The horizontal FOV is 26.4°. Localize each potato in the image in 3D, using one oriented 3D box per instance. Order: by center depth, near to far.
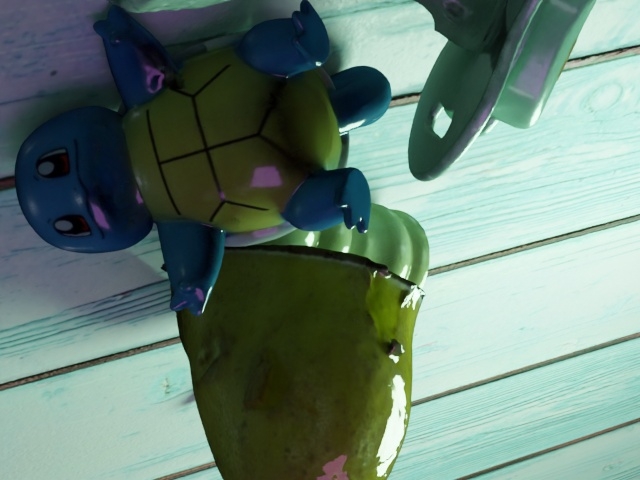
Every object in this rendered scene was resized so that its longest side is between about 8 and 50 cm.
[{"bbox_3d":[-0.059,0.178,1.556,0.290,0.296,0.397,25,156,-34],"label":"potato"}]

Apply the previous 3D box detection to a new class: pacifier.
[{"bbox_3d":[0.121,-0.239,1.326,0.269,0.288,0.343,26,96,-11],"label":"pacifier"}]

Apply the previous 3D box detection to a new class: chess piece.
[{"bbox_3d":[0.000,0.000,1.643,0.251,0.144,0.144,20,125,-43],"label":"chess piece"}]

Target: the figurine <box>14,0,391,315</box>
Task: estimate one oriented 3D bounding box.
[{"bbox_3d":[-0.092,-0.108,1.348,0.416,0.243,0.298,-20,105,-19],"label":"figurine"}]

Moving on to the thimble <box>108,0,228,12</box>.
[{"bbox_3d":[-0.086,-0.291,1.054,0.171,0.205,0.250,-11,151,-26],"label":"thimble"}]
